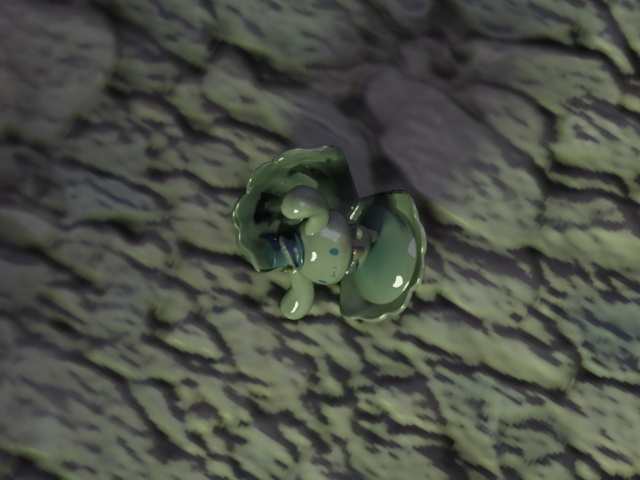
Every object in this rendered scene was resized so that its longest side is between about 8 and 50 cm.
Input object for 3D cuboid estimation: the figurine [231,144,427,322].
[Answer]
[{"bbox_3d":[0.000,0.000,0.896,0.086,0.094,0.082,11,32,-33],"label":"figurine"}]
